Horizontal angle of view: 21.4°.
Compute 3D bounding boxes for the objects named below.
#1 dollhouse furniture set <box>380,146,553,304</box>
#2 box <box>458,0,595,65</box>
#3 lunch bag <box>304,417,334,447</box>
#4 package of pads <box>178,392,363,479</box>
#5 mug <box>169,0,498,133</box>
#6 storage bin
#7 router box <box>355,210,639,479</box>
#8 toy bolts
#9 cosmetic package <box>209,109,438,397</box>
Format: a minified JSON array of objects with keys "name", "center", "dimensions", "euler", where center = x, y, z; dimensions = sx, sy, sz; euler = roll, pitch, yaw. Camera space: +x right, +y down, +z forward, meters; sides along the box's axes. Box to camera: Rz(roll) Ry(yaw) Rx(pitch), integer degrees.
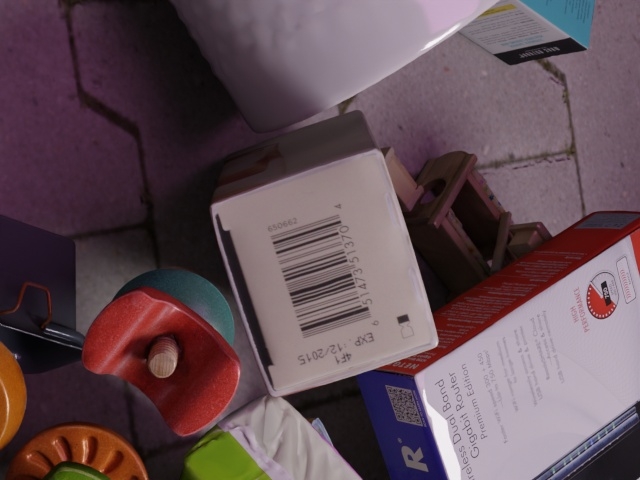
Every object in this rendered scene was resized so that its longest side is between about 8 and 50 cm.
[{"name":"dollhouse furniture set","center":[0.151,-0.040,1.531],"dimensions":[0.182,0.161,0.101],"euler":[51,54,-29]},{"name":"box","center":[0.146,-0.247,1.591],"dimensions":[0.244,0.100,0.060],"euler":[26,67,-40]},{"name":"lunch bag","center":[-0.021,0.193,1.403],"dimensions":[0.053,0.071,0.083],"euler":[-42,115,-40]},{"name":"package of pads","center":[0.014,0.264,1.251],"dimensions":[0.101,0.229,0.296],"euler":[-40,82,-20]},{"name":"mug","center":[0.007,-0.319,1.340],"dimensions":[0.374,0.276,0.328],"euler":[-40,104,-33]},{"name":"storage bin","center":[-0.231,0.031,1.208],"dimensions":[0.135,0.098,0.091],"euler":[21,61,-41]},{"name":"router box","center":[0.208,0.188,1.434],"dimensions":[0.301,0.082,0.335],"euler":[-30,110,-32]},{"name":"toy bolts","center":[-0.167,0.094,1.154],"dimensions":[0.218,0.158,0.228],"euler":[43,100,-10]},{"name":"cosmetic package","center":[0.000,0.000,1.288],"dimensions":[0.296,0.129,0.153],"euler":[-90,162,-82]}]
